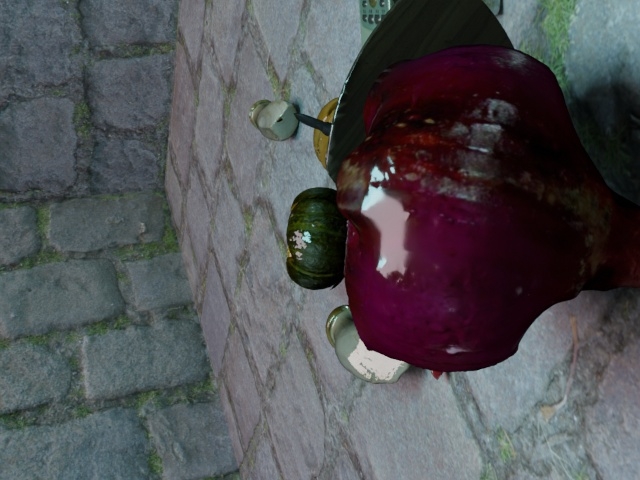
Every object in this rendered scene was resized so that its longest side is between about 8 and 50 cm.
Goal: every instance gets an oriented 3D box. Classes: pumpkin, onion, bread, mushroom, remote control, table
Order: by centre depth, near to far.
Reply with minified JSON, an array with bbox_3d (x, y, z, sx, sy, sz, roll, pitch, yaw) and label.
[{"bbox_3d":[0.233,-0.026,0.912,0.398,0.420,0.398,11,-90,-68],"label":"onion"},{"bbox_3d":[0.134,-0.221,1.195,0.249,0.317,0.317,-128,36,-60],"label":"table"},{"bbox_3d":[0.095,-0.430,1.322,0.123,0.038,0.285,-141,46,-63],"label":"remote control"},{"bbox_3d":[0.095,0.221,1.677,0.350,0.128,0.128,-154,59,-71],"label":"mushroom"},{"bbox_3d":[0.026,-0.235,1.774,0.189,0.077,0.114,100,158,-44],"label":"bread"},{"bbox_3d":[0.003,0.000,1.786,0.238,0.159,0.238,-179,90,-89],"label":"pumpkin"},{"bbox_3d":[-0.126,-0.320,2.127,0.108,0.096,0.247,62,169,-18],"label":"mushroom"}]

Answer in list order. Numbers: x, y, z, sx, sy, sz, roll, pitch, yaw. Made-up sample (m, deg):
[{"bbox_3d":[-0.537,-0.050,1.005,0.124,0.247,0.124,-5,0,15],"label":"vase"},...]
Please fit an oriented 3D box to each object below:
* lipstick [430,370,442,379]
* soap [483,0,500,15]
[{"bbox_3d":[0.199,0.166,1.474,0.063,0.057,0.186,-18,84,41],"label":"lipstick"},{"bbox_3d":[0.177,-0.419,1.281,0.274,0.089,0.173,-163,65,-68],"label":"soap"}]
